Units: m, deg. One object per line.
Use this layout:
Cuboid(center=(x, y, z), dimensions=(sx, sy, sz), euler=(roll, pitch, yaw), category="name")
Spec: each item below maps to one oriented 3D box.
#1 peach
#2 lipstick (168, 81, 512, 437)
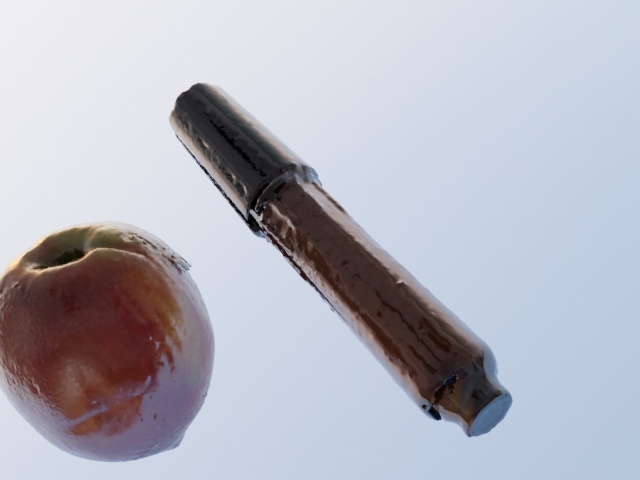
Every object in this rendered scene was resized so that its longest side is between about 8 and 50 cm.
Cuboid(center=(-0.317, 0.154, 1.418), dimensions=(0.372, 0.373, 0.290), euler=(-24, -150, 5), category="peach")
Cuboid(center=(0.000, 0.000, 0.789), dimensions=(0.077, 0.077, 0.418), euler=(-39, -126, -7), category="lipstick")
